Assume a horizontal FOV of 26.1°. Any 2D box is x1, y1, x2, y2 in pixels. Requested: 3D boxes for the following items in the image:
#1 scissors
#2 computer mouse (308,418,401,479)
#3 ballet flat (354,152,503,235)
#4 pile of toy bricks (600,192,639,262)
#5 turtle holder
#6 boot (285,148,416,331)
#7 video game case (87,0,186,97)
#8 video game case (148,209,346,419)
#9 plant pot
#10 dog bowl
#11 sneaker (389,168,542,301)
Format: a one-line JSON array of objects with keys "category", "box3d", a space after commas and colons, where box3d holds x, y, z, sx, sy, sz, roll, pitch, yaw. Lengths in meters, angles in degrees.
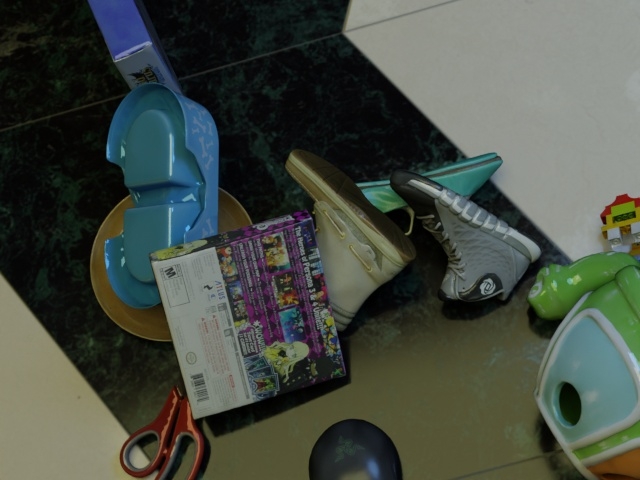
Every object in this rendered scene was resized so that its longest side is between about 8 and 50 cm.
[{"category": "scissors", "box3d": [-0.169, 0.196, 1.831, 0.109, 0.021, 0.297, 22, 82, 17]}, {"category": "computer mouse", "box3d": [0.059, 0.348, 1.730, 0.188, 0.072, 0.272, -16, 69, 4]}, {"category": "ballet flat", "box3d": [0.130, -0.054, 1.869, 0.247, 0.083, 0.087, -12, 93, 5]}, {"category": "pile of toy bricks", "box3d": [0.479, -0.030, 1.796, 0.212, 0.118, 0.105, -15, 39, 20]}, {"category": "turtle holder", "box3d": [0.367, 0.148, 1.667, 0.227, 0.243, 0.320, -37, 77, 13]}, {"category": "boot", "box3d": [0.000, 0.000, 1.821, 0.213, 0.077, 0.165, 44, 115, 6]}, {"category": "video game case", "box3d": [-0.275, -0.311, 1.926, 0.061, 0.244, 0.269, -25, 68, -1]}, {"category": "video game case", "box3d": [-0.090, 0.096, 1.765, 0.210, 0.042, 0.232, -16, 113, -7]}, {"category": "plant pot", "box3d": [-0.199, 0.029, 1.907, 0.236, 0.032, 0.236, -3, 71, 9]}, {"category": "dog bowl", "box3d": [-0.206, -0.057, 1.831, 0.166, 0.074, 0.297, -5, 83, 44]}, {"category": "sneaker", "box3d": [0.168, 0.009, 1.795, 0.228, 0.086, 0.132, 29, 93, -13]}]
